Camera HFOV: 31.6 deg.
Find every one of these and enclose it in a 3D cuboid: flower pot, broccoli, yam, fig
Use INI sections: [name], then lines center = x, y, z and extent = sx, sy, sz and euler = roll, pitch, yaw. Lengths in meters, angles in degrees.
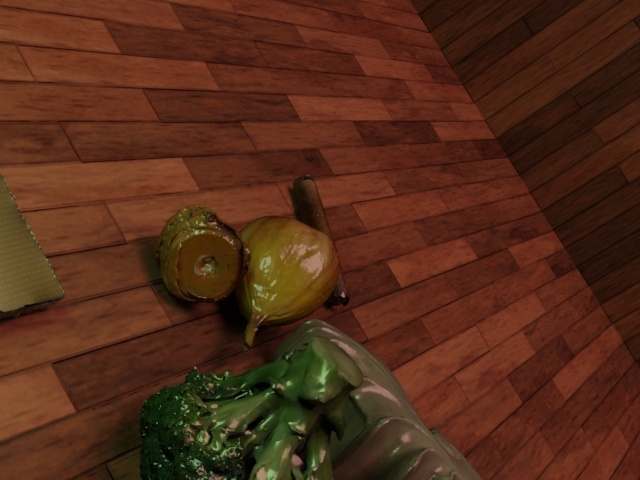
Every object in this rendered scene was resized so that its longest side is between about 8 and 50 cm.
[flower pot]
center = 0.061, 0.257, 1.498
extent = 0.254, 0.164, 0.367
euler = 36, 11, -41
[broccoli]
center = -0.059, 0.227, 1.222
extent = 0.270, 0.270, 0.270
euler = 40, 6, -6
[yam]
center = 0.000, 0.000, 1.895
extent = 0.046, 0.046, 0.264
euler = 29, 35, -45
[fig]
center = -0.065, 0.072, 1.559
extent = 0.159, 0.159, 0.257
euler = 49, 32, -16

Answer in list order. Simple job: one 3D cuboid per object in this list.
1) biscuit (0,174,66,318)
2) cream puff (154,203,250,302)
[biscuit]
center = -0.366, -0.009, 1.225
extent = 0.199, 0.040, 0.121
euler = 60, 22, 6
[cream puff]
center = -0.159, 0.016, 1.494
extent = 0.104, 0.119, 0.133
euler = -124, -171, -73
